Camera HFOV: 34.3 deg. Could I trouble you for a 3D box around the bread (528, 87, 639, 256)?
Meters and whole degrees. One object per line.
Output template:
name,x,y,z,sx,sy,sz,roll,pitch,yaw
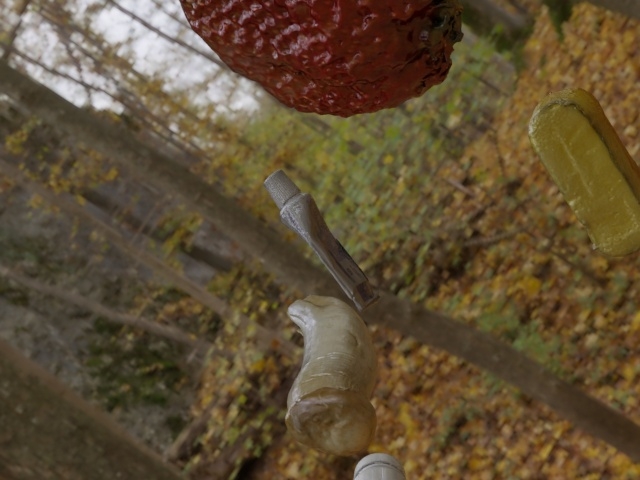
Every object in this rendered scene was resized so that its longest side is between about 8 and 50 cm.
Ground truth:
bread,0.375,-0.096,1.421,0.102,0.246,0.094,-31,7,29

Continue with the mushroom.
mushroom,0.014,0.161,1.342,0.351,0.122,0.095,-98,16,-71

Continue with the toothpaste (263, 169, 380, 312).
toothpaste,0.001,-0.001,1.766,0.099,0.282,0.068,-32,-6,-41

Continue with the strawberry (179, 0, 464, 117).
strawberry,-0.001,-0.301,1.241,0.267,0.351,0.312,-94,7,-72

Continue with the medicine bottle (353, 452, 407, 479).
medicine bottle,0.098,0.435,1.687,0.103,0.102,0.187,-59,9,20
